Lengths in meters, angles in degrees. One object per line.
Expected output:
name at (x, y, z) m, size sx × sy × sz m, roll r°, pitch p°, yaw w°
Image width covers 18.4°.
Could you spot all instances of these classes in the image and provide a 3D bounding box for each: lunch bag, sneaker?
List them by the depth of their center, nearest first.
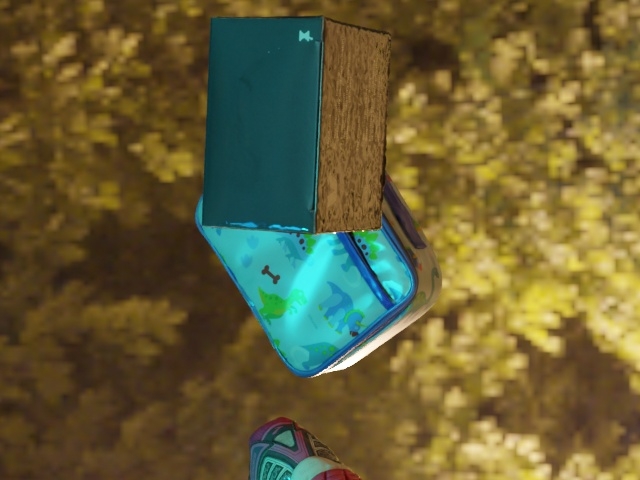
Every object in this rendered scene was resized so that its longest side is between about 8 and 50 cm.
lunch bag at (0.000, 0.000, 1.831) m, size 0.219 × 0.176 × 0.090 m, roll 60°, pitch -155°, yaw 13°
sneaker at (-0.018, 0.272, 1.965) m, size 0.121 × 0.112 × 0.299 m, roll -31°, pitch -25°, yaw -23°

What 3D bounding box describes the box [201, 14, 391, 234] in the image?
box at (-0.016, -0.085, 1.478) m, size 0.158 × 0.093 × 0.156 m, roll -3°, pitch -84°, yaw -70°
